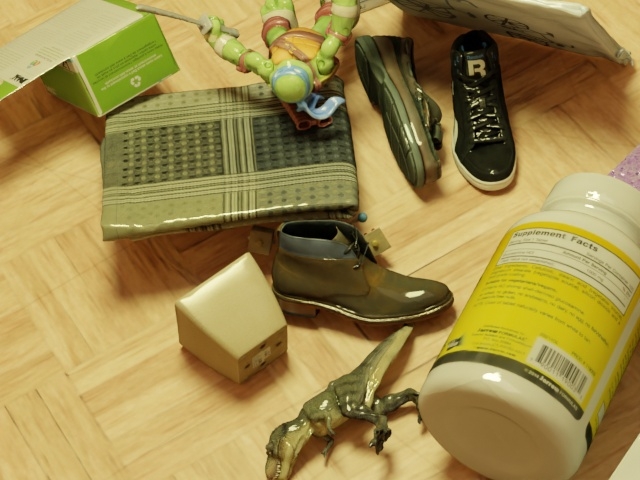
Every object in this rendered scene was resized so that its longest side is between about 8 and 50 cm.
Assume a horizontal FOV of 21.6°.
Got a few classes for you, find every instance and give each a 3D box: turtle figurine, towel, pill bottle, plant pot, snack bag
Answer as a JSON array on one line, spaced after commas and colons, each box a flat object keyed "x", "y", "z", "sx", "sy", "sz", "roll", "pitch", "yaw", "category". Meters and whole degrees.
[{"x": -0.044, "y": -0.294, "z": 2.115, "sx": 0.274, "sy": 0.198, "sz": 0.266, "roll": 41, "pitch": 20, "yaw": -7, "category": "turtle figurine"}, {"x": -0.119, "y": -0.100, "z": 2.105, "sx": 0.324, "sy": 0.056, "sz": 0.312, "roll": -6, "pitch": 37, "yaw": -1, "category": "towel"}, {"x": 0.255, "y": 0.090, "z": 1.842, "sx": 0.187, "sy": 0.188, "sz": 0.334, "roll": 18, "pitch": 55, "yaw": 22, "category": "pill bottle"}, {"x": -0.095, "y": 0.100, "z": 1.947, "sx": 0.109, "sy": 0.109, "sz": 0.096, "roll": -35, "pitch": 67, "yaw": -19, "category": "plant pot"}, {"x": 0.210, "y": -0.300, "z": 2.111, "sx": 0.342, "sy": 0.323, "sz": 0.037, "roll": 17, "pitch": 90, "yaw": 21, "category": "snack bag"}]

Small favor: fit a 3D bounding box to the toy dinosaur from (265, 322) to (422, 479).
[{"x": 0.053, "y": 0.182, "z": 1.882, "sx": 0.118, "sy": 0.064, "sz": 0.268, "roll": 29, "pitch": 57, "yaw": 36, "category": "toy dinosaur"}]

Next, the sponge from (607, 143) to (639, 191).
[{"x": 0.442, "y": -0.039, "z": 2.021, "sx": 0.117, "sy": 0.031, "sz": 0.210, "roll": -39, "pitch": 56, "yaw": -22, "category": "sponge"}]

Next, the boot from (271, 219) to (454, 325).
[{"x": 0.046, "y": 0.035, "z": 1.961, "sx": 0.219, "sy": 0.106, "sz": 0.082, "roll": 1, "pitch": 32, "yaw": 10, "category": "boot"}]

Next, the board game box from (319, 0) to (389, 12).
[{"x": 0.090, "y": -0.387, "z": 2.293, "sx": 0.201, "sy": 0.136, "sz": 0.035, "roll": -22, "pitch": 51, "yaw": -9, "category": "board game box"}]

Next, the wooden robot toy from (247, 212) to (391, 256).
[{"x": 0.000, "y": 0.000, "z": 2.050, "sx": 0.173, "sy": 0.076, "sz": 0.079, "roll": -5, "pitch": 15, "yaw": 4, "category": "wooden robot toy"}]

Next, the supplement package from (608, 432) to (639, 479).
[{"x": 0.421, "y": 0.234, "z": 1.670, "sx": 0.204, "sy": 0.145, "sz": 0.262, "roll": 32, "pitch": 77, "yaw": 21, "category": "supplement package"}]

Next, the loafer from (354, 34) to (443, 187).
[{"x": 0.117, "y": -0.178, "z": 2.149, "sx": 0.084, "sy": 0.096, "sz": 0.268, "roll": -13, "pitch": 48, "yaw": -10, "category": "loafer"}]

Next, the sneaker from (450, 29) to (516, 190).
[{"x": 0.197, "y": -0.176, "z": 2.112, "sx": 0.079, "sy": 0.121, "sz": 0.217, "roll": -9, "pitch": 50, "yaw": 2, "category": "sneaker"}]

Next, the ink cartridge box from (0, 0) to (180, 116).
[{"x": -0.344, "y": -0.217, "z": 2.203, "sx": 0.255, "sy": 0.097, "sz": 0.189, "roll": -34, "pitch": 29, "yaw": -18, "category": "ink cartridge box"}]
